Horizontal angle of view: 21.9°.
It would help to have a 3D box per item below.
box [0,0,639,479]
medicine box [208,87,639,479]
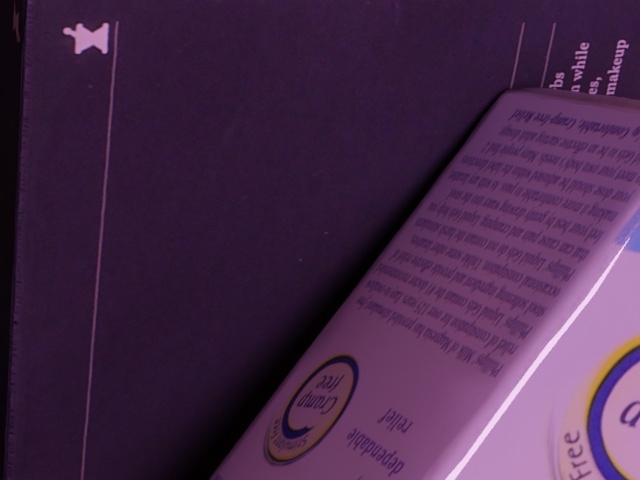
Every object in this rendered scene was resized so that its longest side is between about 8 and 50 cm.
[{"bbox_3d":[0.000,0.000,0.754,0.313,0.179,0.343,-2,122,-20],"label":"box"},{"bbox_3d":[0.103,0.138,0.598,0.263,0.149,0.289,39,84,-20],"label":"medicine box"}]
